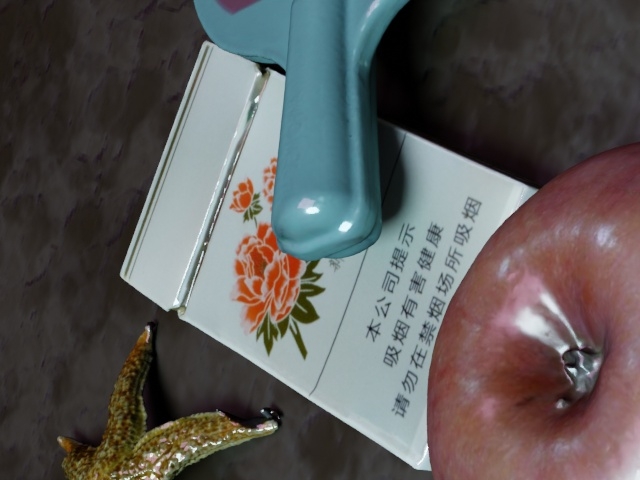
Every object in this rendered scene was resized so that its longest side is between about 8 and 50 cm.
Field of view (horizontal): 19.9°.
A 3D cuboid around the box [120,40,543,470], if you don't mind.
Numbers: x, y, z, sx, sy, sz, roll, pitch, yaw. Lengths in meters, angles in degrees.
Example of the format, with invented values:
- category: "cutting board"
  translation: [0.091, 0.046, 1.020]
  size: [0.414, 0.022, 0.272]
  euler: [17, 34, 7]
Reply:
- category: "box"
  translation: [0.000, 0.000, 0.701]
  size: [0.198, 0.029, 0.109]
  euler: [28, 101, 46]

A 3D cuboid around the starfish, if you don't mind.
- category: "starfish"
  translation: [-0.073, 0.091, 0.747]
  size: [0.130, 0.041, 0.133]
  euler: [-32, 59, 36]

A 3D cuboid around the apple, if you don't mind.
- category: "apple"
  translation: [0.100, 0.045, 0.516]
  size: [0.153, 0.120, 0.153]
  euler: [-15, 69, 44]

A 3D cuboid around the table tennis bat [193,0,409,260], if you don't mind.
- category: "table tennis bat"
  translation: [0.007, -0.102, 0.691]
  size: [0.153, 0.040, 0.244]
  euler: [-22, 52, 36]
